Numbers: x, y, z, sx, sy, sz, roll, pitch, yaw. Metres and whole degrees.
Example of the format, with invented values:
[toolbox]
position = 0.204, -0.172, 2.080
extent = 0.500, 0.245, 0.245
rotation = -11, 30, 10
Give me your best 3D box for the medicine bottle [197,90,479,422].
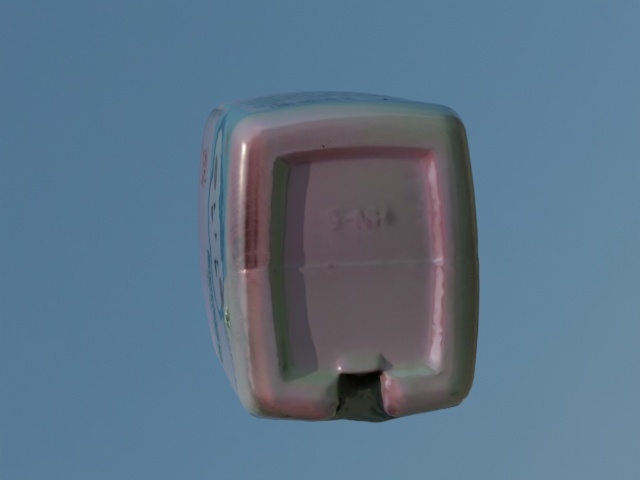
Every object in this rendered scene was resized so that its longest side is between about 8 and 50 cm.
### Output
[medicine bottle]
position = 0.000, 0.000, 0.764
extent = 0.094, 0.188, 0.119
rotation = -3, -83, -8
